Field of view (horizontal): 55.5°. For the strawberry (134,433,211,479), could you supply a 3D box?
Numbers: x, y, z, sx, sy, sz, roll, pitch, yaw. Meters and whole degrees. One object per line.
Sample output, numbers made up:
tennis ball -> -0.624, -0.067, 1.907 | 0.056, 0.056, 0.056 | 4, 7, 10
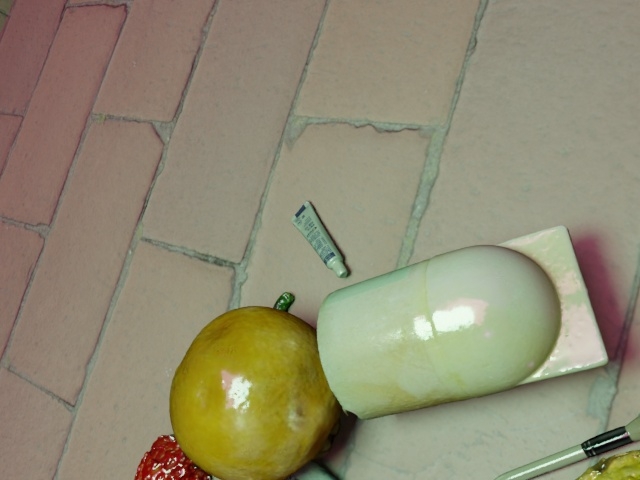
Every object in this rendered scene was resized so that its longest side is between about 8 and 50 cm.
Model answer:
strawberry -> -0.348, 0.533, 1.296 | 0.190, 0.111, 0.236 | 31, 92, 34

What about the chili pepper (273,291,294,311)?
chili pepper -> -0.089, 0.167, 1.301 | 0.056, 0.035, 0.117 | -14, 61, 47

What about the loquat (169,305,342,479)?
loquat -> -0.114, 0.280, 1.108 | 0.329, 0.328, 0.328 | -12, 67, 30

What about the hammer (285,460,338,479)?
hammer -> -0.036, 0.511, 1.133 | 0.116, 0.070, 0.193 | 22, 95, 36

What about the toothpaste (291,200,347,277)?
toothpaste -> 0.000, 0.000, 1.301 | 0.062, 0.037, 0.216 | -45, 51, 13

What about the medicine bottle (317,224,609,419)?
medicine bottle -> 0.222, 0.136, 0.980 | 0.406, 0.236, 0.235 | -20, 63, 27

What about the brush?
brush -> 0.391, 0.323, 0.931 | 0.299, 0.039, 0.042 | -31, 98, 24

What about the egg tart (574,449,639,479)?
egg tart -> 0.455, 0.423, 0.801 | 0.297, 0.132, 0.296 | -11, 65, 24
